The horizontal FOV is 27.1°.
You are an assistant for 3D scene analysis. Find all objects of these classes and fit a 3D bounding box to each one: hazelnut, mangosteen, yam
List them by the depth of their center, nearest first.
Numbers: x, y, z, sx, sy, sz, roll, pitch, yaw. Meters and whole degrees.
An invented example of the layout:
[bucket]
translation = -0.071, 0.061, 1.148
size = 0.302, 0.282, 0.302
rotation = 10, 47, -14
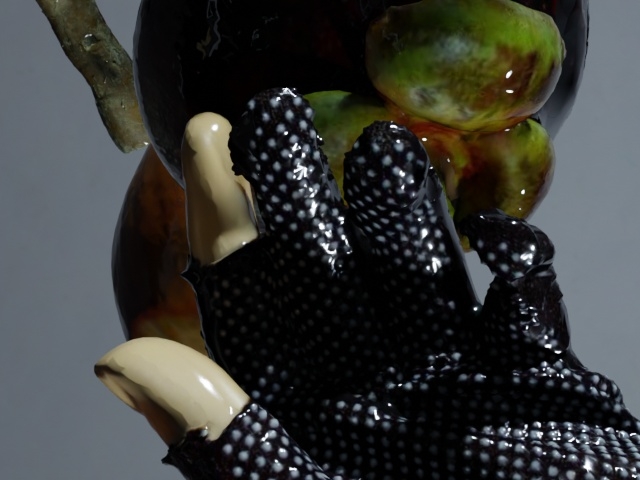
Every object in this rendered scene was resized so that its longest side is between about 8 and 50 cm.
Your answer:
[mangosteen]
translation = 0.028, -0.125, 0.889
size = 0.330, 0.330, 0.330
rotation = 0, 91, 25
[yam]
translation = -0.235, -0.204, 1.319
size = 0.061, 0.061, 0.252
rotation = -17, 115, 25
[hazelnut]
translation = -0.084, 0.016, 1.548
size = 0.366, 0.366, 0.365
rotation = 0, 91, 25

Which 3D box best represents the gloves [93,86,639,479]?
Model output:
[gloves]
translation = 0.014, 0.038, 0.406
size = 0.129, 0.106, 0.180
rotation = -33, 72, 2
